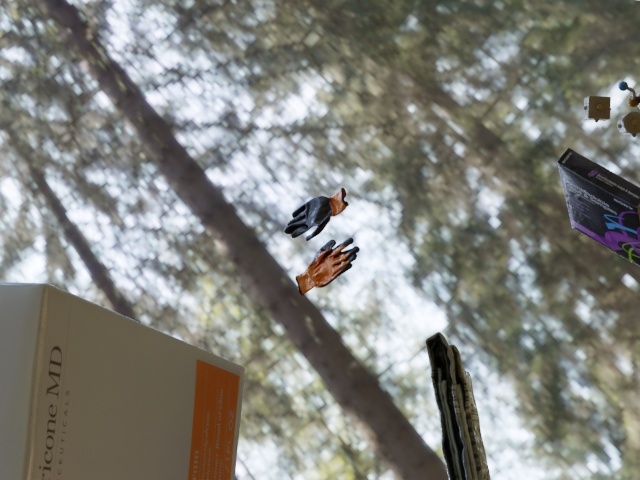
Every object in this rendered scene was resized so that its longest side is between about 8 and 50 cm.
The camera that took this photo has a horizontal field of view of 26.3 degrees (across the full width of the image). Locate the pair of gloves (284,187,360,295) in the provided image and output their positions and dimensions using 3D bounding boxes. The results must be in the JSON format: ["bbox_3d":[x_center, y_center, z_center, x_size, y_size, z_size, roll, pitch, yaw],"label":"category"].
[{"bbox_3d":[0.000,0.000,1.205,0.074,0.083,0.010,-31,-31,34],"label":"pair of gloves"}]

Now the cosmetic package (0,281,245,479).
[{"bbox_3d":[-0.234,0.196,1.341,0.453,0.162,0.230,35,-124,-66],"label":"cosmetic package"}]

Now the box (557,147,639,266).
[{"bbox_3d":[0.345,-0.036,1.637,0.029,0.116,0.162,-49,-31,-13],"label":"box"}]

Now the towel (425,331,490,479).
[{"bbox_3d":[0.202,0.296,1.808,0.056,0.312,0.324,-10,-16,9],"label":"towel"}]

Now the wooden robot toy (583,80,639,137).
[{"bbox_3d":[0.404,-0.163,1.679,0.173,0.079,0.076,-14,-89,-3],"label":"wooden robot toy"}]
